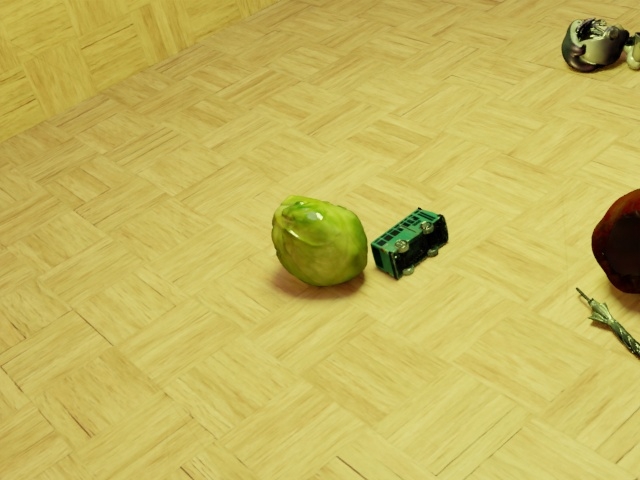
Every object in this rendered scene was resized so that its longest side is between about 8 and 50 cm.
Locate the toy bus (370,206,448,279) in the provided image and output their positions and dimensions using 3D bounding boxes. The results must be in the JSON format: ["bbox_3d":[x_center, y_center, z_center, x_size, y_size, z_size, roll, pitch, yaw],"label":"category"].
[{"bbox_3d":[0.190,0.001,1.952,0.160,0.079,0.092,-35,39,-24],"label":"toy bus"}]

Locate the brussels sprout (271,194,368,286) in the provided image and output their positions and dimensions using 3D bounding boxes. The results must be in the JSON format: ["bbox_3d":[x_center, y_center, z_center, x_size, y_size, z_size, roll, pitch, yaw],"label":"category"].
[{"bbox_3d":[0.000,0.000,1.918,0.223,0.223,0.161,11,59,32],"label":"brussels sprout"}]

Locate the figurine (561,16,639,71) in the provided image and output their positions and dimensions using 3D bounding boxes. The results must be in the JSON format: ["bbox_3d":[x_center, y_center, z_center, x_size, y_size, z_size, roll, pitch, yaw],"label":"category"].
[{"bbox_3d":[0.754,-0.511,2.428,0.222,0.145,0.145,17,45,22],"label":"figurine"}]

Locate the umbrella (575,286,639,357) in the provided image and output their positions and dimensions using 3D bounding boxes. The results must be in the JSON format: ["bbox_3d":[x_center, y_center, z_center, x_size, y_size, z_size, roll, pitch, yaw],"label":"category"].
[{"bbox_3d":[0.529,0.157,1.646,0.044,0.044,0.269,-46,35,9],"label":"umbrella"}]

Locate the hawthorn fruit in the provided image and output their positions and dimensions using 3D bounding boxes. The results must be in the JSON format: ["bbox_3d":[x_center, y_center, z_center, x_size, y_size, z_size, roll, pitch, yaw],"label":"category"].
[{"bbox_3d":[0.627,-0.012,1.704,0.215,0.215,0.250,18,48,38],"label":"hawthorn fruit"}]
